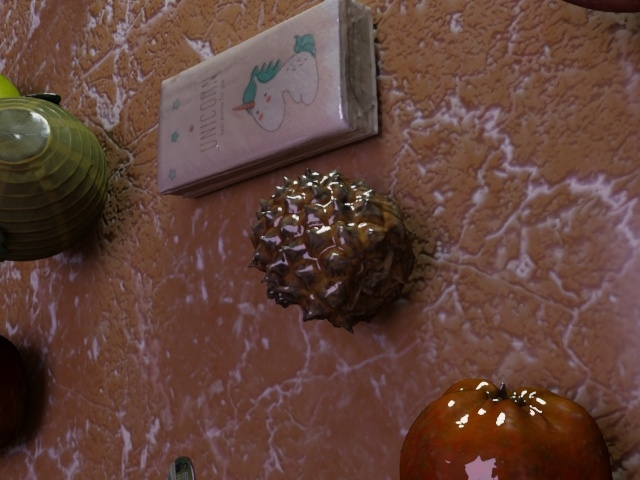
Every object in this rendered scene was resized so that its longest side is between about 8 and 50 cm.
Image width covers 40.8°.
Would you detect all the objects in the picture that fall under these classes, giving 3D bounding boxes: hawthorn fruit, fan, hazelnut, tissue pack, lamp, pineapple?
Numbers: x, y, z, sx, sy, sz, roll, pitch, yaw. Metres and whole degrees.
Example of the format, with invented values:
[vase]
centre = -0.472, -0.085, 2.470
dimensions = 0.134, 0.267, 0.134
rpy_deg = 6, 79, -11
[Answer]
[hawthorn fruit]
centre = 0.151, 0.207, 0.726
dimensions = 0.189, 0.189, 0.189
rpy_deg = -11, 72, 39
[fan]
centre = -0.185, 0.303, 1.099
dimensions = 0.080, 0.003, 0.060
rpy_deg = 9, 85, 42
[hazelnut]
centre = -0.557, 0.239, 1.319
dimensions = 0.229, 0.229, 0.230
rpy_deg = -11, 72, 39
[tissue pack]
centre = -0.077, -0.169, 1.076
dimensions = 0.325, 0.071, 0.170
rpy_deg = -15, 72, 39
[lamp]
centre = -0.437, -0.078, 1.273
dimensions = 0.284, 0.250, 0.250
rpy_deg = 108, 149, -59
[pineapple]
centre = 0.000, 0.000, 0.913
dimensions = 0.193, 0.166, 0.166
rpy_deg = 40, 106, 42

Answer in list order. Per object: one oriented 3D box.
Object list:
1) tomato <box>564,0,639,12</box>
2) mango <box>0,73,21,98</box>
[tomato]
centre = 0.267, -0.314, 0.712
dimensions = 0.270, 0.227, 0.270
rpy_deg = -24, 46, 27
[mango]
centre = -0.610, -0.203, 1.497
dimensions = 0.273, 0.149, 0.185
rpy_deg = 6, 91, 47
